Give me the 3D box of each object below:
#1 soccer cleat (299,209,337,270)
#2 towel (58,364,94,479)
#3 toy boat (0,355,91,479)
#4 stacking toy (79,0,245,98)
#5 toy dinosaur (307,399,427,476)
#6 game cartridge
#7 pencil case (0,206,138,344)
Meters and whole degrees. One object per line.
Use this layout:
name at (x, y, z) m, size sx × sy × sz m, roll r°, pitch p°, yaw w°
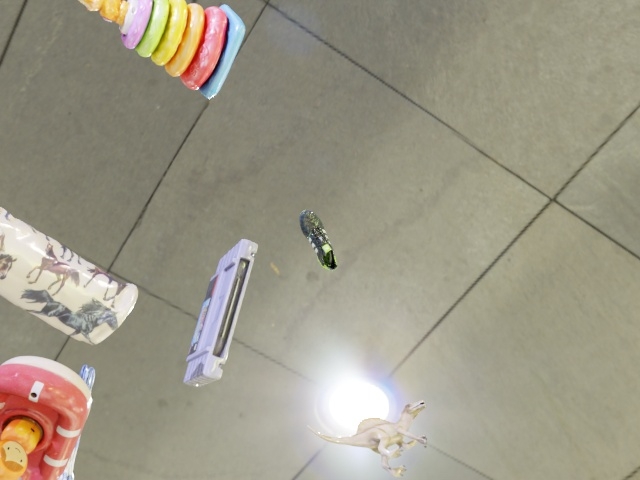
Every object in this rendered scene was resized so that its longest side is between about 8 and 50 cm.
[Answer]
soccer cleat at (0.000, 0.000, 1.809) m, size 0.060 × 0.072 × 0.179 m, roll -31°, pitch 114°, yaw -14°
towel at (-0.600, 0.463, 1.641) m, size 0.034 × 0.285 × 0.209 m, roll 18°, pitch 142°, yaw -23°
toy boat at (-0.427, 0.281, 0.974) m, size 0.150 × 0.151 × 0.231 m, roll 24°, pitch 112°, yaw -10°
stacking toy at (-0.308, -0.398, 1.278) m, size 0.301 × 0.175 × 0.166 m, roll 17°, pitch 114°, yaw -31°
toy dinosaur at (0.076, 0.262, 0.901) m, size 0.183 × 0.092 × 0.053 m, roll -7°, pitch 117°, yaw -32°
game cartridge at (-0.262, 0.189, 1.761) m, size 0.068 × 0.355 × 0.230 m, roll 23°, pitch 156°, yaw -21°
pencil case at (-0.580, 0.065, 1.428) m, size 0.410 × 0.183 × 0.160 m, roll 38°, pitch 103°, yaw -28°
